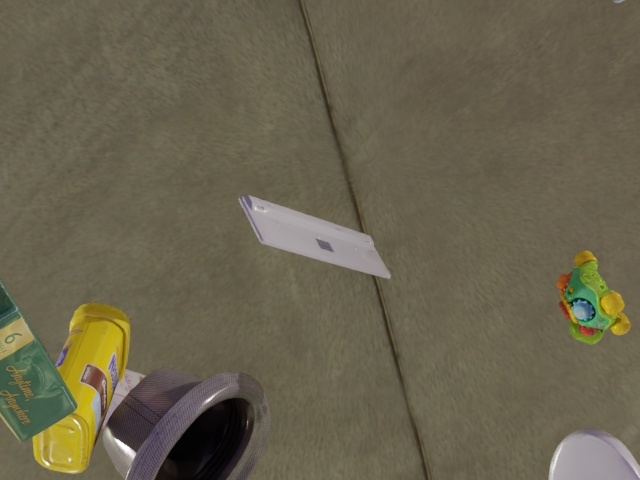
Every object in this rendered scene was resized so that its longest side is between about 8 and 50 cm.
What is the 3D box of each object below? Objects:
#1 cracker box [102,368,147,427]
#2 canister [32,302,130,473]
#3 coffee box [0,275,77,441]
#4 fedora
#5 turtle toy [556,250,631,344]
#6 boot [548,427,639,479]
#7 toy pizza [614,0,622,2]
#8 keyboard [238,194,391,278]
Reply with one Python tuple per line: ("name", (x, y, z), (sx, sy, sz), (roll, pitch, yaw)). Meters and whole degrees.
("cracker box", (-0.304, 0.273, 1.495), (0.232, 0.156, 0.067), (24, 92, -22))
("canister", (-0.288, 0.179, 1.085), (0.073, 0.170, 0.126), (12, 129, -3))
("coffee box", (-0.214, 0.020, 0.526), (0.040, 0.113, 0.184), (-32, 58, -20))
("fedora", (-0.189, 0.260, 1.176), (0.124, 0.275, 0.244), (31, 79, 26))
("turtle toy", (0.332, 0.082, 1.106), (0.066, 0.095, 0.130), (-27, 136, 7))
("boot", (0.291, 0.275, 0.805), (0.095, 0.123, 0.258), (-20, 91, 35))
("toy pizza", (0.504, -0.436, 1.321), (0.032, 0.201, 0.201), (31, 96, -4))
("keyboard", (0.000, 0.000, 1.111), (0.014, 0.256, 0.072), (-39, 57, 26))
